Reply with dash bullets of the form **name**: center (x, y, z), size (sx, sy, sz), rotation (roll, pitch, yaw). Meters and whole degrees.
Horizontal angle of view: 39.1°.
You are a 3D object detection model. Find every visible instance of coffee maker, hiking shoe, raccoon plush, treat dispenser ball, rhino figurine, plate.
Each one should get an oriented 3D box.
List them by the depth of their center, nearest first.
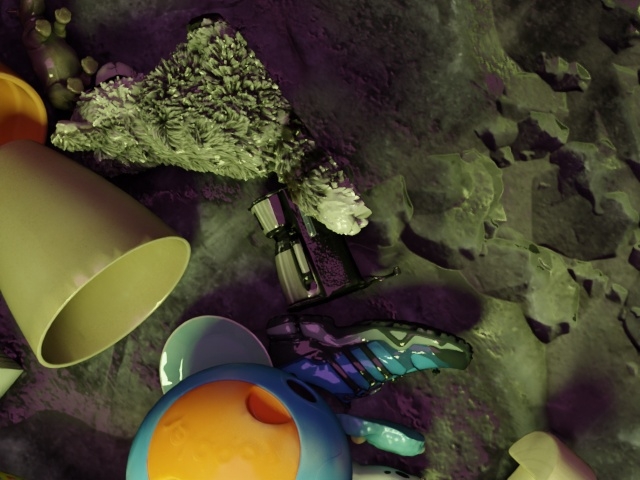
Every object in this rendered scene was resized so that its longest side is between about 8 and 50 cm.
- **treat dispenser ball**: center (-0.102, 0.301, 1.153), size (0.288, 0.288, 0.288), rotation (0, 81, -1)
- **raccoon plush**: center (-0.177, -0.119, 1.247), size (0.299, 0.216, 0.446), rotation (-36, 51, -2)
- **plate**: center (-0.148, 0.199, 1.317), size (0.188, 0.024, 0.188), rotation (3, 98, 21)
- **hiking shoe**: center (0.069, 0.180, 1.318), size (0.304, 0.113, 0.132), rotation (3, 88, 10)
- **coffee maker**: center (0.000, 0.000, 1.344), size (0.171, 0.120, 0.178), rotation (-16, 82, -27)
- **rhino figurine**: center (-0.420, -0.307, 1.385), size (0.073, 0.106, 0.243), rotation (-22, 79, -35)

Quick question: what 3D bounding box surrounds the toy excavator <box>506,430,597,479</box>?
- **toy excavator**: center (0.173, 0.492, 1.141), size (0.222, 0.445, 0.433), rotation (40, 115, -14)

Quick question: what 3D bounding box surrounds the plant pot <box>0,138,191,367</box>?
- **plant pot**: center (-0.369, -0.007, 1.279), size (0.256, 0.256, 0.274), rotation (-42, 74, -7)

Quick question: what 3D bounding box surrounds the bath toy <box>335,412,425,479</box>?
- **bath toy**: center (0.045, 0.423, 1.260), size (0.151, 0.129, 0.348), rotation (3, 78, 34)

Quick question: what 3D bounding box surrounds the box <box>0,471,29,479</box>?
- **box**: center (-0.383, 0.485, 1.172), size (0.290, 0.177, 0.279), rotation (20, 74, 20)

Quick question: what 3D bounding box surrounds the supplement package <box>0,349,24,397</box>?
- **supplement package**: center (-0.576, 0.160, 1.289), size (0.244, 0.134, 0.139), rotation (39, 82, 5)

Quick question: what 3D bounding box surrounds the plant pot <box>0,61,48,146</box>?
- **plant pot**: center (-0.570, -0.175, 1.285), size (0.291, 0.291, 0.203), rotation (-43, 68, -7)
